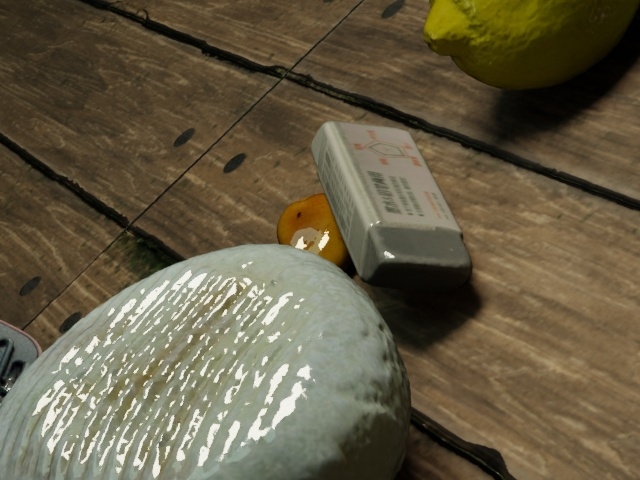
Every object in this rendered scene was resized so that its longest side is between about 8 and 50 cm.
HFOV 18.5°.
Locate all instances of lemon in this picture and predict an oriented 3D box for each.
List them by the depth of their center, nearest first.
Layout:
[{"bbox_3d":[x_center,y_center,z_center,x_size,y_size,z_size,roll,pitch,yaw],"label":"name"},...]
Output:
[{"bbox_3d":[0.200,-0.234,1.783,0.248,0.184,0.184,-30,19,-26],"label":"lemon"}]

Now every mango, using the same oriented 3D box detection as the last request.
[{"bbox_3d":[0.000,0.000,1.826,0.080,0.060,0.114,-10,34,22],"label":"mango"}]

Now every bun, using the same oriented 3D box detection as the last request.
[{"bbox_3d":[-0.082,0.165,1.484,0.362,0.211,0.362,-25,26,13],"label":"bun"}]

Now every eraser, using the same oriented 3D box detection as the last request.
[{"bbox_3d":[0.059,-0.036,1.757,0.352,0.089,0.061,-108,27,-63],"label":"eraser"}]

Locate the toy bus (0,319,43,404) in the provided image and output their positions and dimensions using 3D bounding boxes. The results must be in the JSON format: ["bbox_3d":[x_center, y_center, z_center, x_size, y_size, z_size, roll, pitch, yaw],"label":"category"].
[{"bbox_3d":[-0.409,0.245,1.807,0.233,0.203,0.427,-56,12,37],"label":"toy bus"}]
